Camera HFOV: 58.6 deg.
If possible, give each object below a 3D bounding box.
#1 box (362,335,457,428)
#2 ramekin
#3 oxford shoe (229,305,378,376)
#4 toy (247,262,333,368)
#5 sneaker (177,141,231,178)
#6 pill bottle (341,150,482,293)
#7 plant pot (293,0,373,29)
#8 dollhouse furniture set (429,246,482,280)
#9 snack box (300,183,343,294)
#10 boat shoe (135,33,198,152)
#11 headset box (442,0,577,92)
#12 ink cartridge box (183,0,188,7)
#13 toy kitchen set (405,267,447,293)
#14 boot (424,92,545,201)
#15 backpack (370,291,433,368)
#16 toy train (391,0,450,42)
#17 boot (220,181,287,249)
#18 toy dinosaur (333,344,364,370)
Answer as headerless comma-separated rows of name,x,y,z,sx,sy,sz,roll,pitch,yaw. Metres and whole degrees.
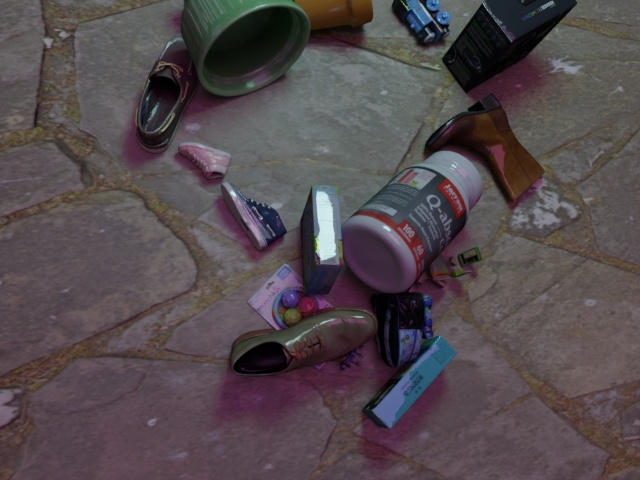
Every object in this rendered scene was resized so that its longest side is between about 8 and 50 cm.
box,0.211,0.335,1.356,0.244,0.100,0.060,-43,86,-18
ramekin,-0.190,-0.510,1.389,0.303,0.303,0.148,-26,75,-16
oxford shoe,-0.034,0.241,1.276,0.348,0.130,0.123,-18,98,1
toy,-0.042,0.177,1.369,0.237,0.056,0.137,43,72,2
sneaker,-0.292,-0.196,1.413,0.134,0.051,0.070,14,69,-12
pill bottle,0.227,-0.057,1.372,0.210,0.210,0.363,46,58,3
plant pot,0.018,-0.655,1.524,0.187,0.205,0.205,-21,81,0
dollhouse furniture set,0.339,0.053,1.441,0.151,0.058,0.076,-6,75,-39
snack box,0.000,0.000,1.337,0.070,0.174,0.207,1,63,-11
boat shoe,-0.380,-0.381,1.418,0.116,0.097,0.325,17,74,-6
headset box,0.505,-0.568,1.541,0.246,0.283,0.131,-33,85,-16
ink cartridge box,-0.312,-0.609,1.474,0.052,0.122,0.089,-33,84,-17
toy kitchen set,0.272,0.115,1.438,0.075,0.068,0.083,36,73,-1
boot,0.451,-0.227,1.566,0.264,0.096,0.281,-33,92,-24
backpack,0.195,0.211,1.355,0.116,0.158,0.174,-1,86,-15
toy train,0.290,-0.646,1.628,0.105,0.080,0.184,-34,87,-8
boot,-0.165,-0.074,1.407,0.086,0.069,0.190,-33,92,-24
toy dinosaur,0.072,0.273,1.368,0.090,0.047,0.082,33,41,-7
